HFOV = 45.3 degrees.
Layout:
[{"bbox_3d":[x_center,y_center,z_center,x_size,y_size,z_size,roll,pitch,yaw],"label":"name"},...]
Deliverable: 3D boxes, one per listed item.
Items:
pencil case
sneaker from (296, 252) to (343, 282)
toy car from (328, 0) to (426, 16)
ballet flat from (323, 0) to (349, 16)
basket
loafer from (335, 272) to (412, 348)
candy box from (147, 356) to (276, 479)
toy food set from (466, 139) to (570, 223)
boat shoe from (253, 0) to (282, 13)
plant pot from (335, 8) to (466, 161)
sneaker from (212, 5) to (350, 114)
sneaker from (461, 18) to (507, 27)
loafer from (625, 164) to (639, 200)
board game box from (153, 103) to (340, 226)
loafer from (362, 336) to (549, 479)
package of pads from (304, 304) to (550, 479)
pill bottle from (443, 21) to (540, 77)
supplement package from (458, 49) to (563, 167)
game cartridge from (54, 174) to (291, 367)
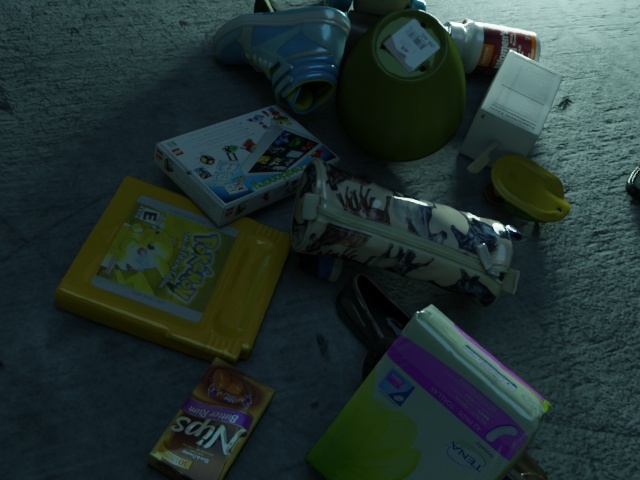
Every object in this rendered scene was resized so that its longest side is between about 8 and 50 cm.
[{"bbox_3d":[0.138,-0.009,1.315,0.410,0.183,0.159,17,86,-18],"label":"pencil case"},{"bbox_3d":[0.000,0.000,1.393,0.085,0.058,0.152,18,56,-13],"label":"sneaker"},{"bbox_3d":[0.140,-0.638,1.775,0.219,0.210,0.238,8,47,-16],"label":"toy car"},{"bbox_3d":[0.038,-0.555,1.841,0.068,0.072,0.213,-3,48,17],"label":"ballet flat"},{"bbox_3d":[0.159,-0.425,1.714,0.227,0.154,0.204,16,47,1],"label":"basket"},{"bbox_3d":[0.132,0.164,1.286,0.267,0.084,0.096,43,54,18],"label":"loafer"},{"bbox_3d":[-0.159,0.277,1.138,0.109,0.053,0.186,28,52,6],"label":"candy box"},{"bbox_3d":[0.404,-0.104,1.578,0.218,0.071,0.128,35,58,6],"label":"toy food set"},{"bbox_3d":[-0.084,-0.460,1.719,0.073,0.080,0.223,-10,62,-29],"label":"boat shoe"},{"bbox_3d":[0.160,-0.319,1.468,0.275,0.293,0.274,0,81,3],"label":"plant pot"},{"bbox_3d":[-0.098,-0.353,1.573,0.319,0.127,0.208,-2,75,30],"label":"sneaker"},{"bbox_3d":[0.394,-0.528,1.914,0.161,0.057,0.075,-16,64,-23],"label":"sneaker"},{"bbox_3d":[0.757,-0.161,1.718,0.076,0.078,0.223,43,54,18],"label":"loafer"},{"bbox_3d":[-0.133,-0.152,1.445,0.305,0.053,0.193,-27,61,-41],"label":"board game box"},{"bbox_3d":[0.211,0.297,1.197,0.366,0.134,0.130,50,32,11],"label":"loafer"},{"bbox_3d":[0.151,0.276,1.083,0.229,0.296,0.101,40,20,16],"label":"package of pads"},{"bbox_3d":[0.395,-0.450,1.813,0.221,0.121,0.121,6,52,-11],"label":"pill bottle"},{"bbox_3d":[0.417,-0.279,1.678,0.139,0.134,0.244,27,51,6],"label":"supplement package"},{"bbox_3d":[-0.234,0.046,1.297,0.324,0.052,0.285,19,50,0],"label":"game cartridge"}]
